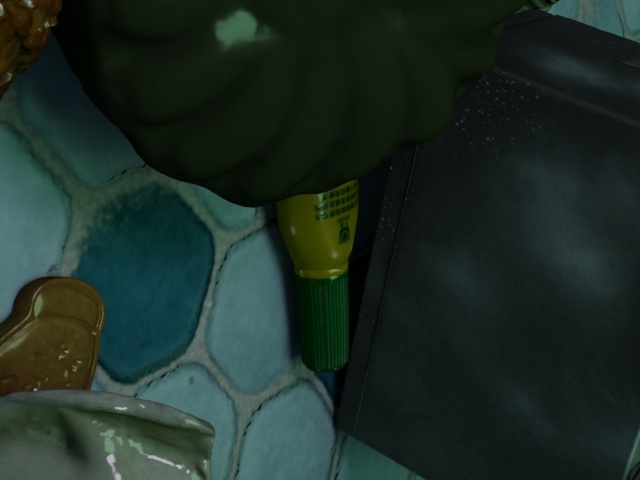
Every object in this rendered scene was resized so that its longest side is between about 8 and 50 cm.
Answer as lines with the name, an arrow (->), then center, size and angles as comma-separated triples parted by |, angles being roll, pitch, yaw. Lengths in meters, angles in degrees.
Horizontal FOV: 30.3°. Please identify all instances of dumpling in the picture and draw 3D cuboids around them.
dumpling -> -0.188, 0.218, 0.835 | 0.227, 0.175, 0.243 | 11, 87, -27

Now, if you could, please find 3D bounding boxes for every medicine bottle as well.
medicine bottle -> 0.000, 0.000, 1.103 | 0.095, 0.064, 0.260 | -26, 120, -46

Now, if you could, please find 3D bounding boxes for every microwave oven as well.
microwave oven -> 0.241, 0.040, 1.148 | 0.236, 0.374, 0.432 | -24, 133, -48

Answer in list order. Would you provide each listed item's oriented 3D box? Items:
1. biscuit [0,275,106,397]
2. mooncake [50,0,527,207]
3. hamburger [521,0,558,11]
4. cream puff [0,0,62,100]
biscuit -> -0.211, 0.094, 0.874 | 0.118, 0.023, 0.140 | 9, 94, -56
mooncake -> -0.019, -0.202, 0.806 | 0.356, 0.194, 0.356 | -23, 137, -24
hamburger -> 0.263, -0.335, 1.372 | 0.133, 0.062, 0.140 | -15, 110, -53
cream puff -> -0.240, -0.177, 0.589 | 0.303, 0.212, 0.303 | -31, 129, -48
